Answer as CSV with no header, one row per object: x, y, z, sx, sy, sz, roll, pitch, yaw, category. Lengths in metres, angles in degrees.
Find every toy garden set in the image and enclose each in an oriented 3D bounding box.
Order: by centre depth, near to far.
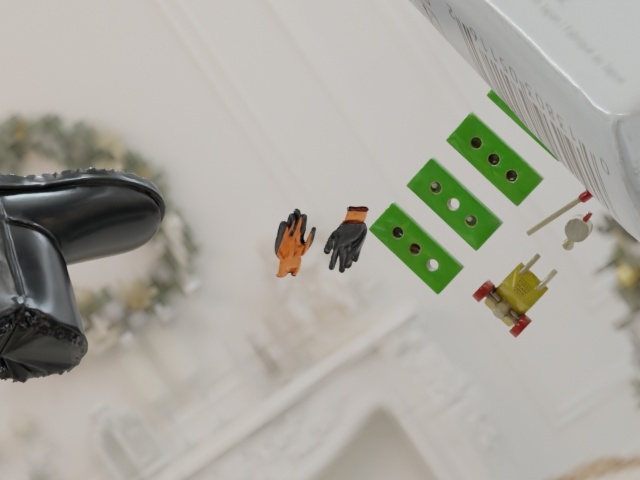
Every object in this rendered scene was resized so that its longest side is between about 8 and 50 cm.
0.208,-0.035,2.063,0.244,0.204,0.049,-48,-6,18,toy garden set

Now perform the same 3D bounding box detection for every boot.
-0.236,0.034,1.678,0.246,0.207,0.094,3,-45,-28,boot

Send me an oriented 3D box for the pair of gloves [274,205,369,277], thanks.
0.000,0.000,1.635,0.083,0.010,0.074,-4,-48,-18,pair of gloves

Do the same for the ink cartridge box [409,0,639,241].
0.207,-0.204,0.806,0.385,0.091,0.308,-32,45,-5,ink cartridge box
